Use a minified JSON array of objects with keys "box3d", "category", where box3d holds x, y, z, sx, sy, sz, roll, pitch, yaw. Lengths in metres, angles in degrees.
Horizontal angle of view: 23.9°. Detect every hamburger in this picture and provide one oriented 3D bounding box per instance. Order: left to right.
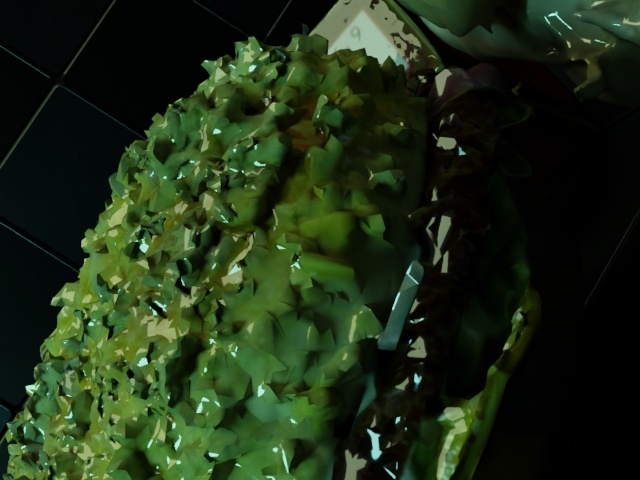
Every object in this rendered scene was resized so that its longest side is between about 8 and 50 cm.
[{"box3d":[-0.019,0.053,0.462,0.261,0.139,0.243,-92,26,-63],"category":"hamburger"}]

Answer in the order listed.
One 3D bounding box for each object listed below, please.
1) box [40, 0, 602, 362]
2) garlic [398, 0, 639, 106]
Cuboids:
[{"box3d":[0.001,0.001,0.702,0.240,0.074,0.153,-47,-26,20],"category":"box"},{"box3d":[0.112,-0.141,0.486,0.281,0.185,0.203,-15,66,56],"category":"garlic"}]
